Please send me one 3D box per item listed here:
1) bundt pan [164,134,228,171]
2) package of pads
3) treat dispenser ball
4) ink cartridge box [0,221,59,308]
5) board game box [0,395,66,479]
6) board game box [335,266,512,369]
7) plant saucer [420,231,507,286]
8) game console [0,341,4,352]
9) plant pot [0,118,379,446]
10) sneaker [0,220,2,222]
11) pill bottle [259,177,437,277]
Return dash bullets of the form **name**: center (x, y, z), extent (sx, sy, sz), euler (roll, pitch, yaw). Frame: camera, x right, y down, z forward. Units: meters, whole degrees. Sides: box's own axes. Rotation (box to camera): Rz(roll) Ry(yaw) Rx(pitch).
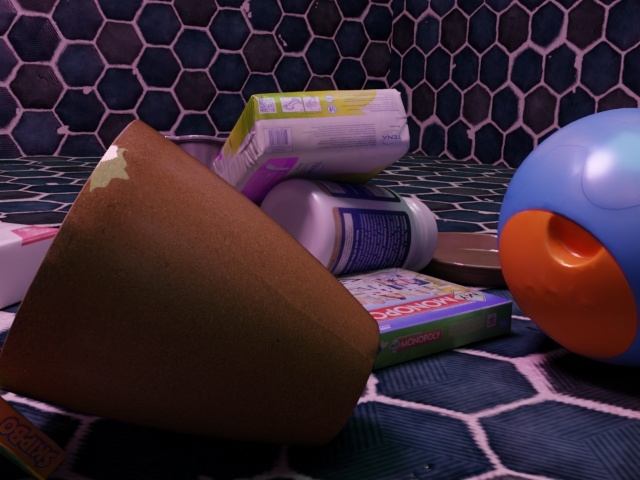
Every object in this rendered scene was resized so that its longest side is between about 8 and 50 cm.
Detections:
- **bundt pan**: center (-0.254, -0.106, 1.498), extent (0.331, 0.124, 0.331), euler (-2, -9, 0)
- **package of pads**: center (-0.020, -0.128, 1.134), extent (0.229, 0.101, 0.296), euler (-7, -9, -19)
- **treat dispenser ball**: center (0.346, -0.003, 0.853), extent (0.288, 0.288, 0.288), euler (2, 12, 0)
- **ink cartridge box**: center (-0.494, 0.027, 1.035), extent (0.218, 0.092, 0.158), euler (8, 13, 18)
- **board game box**: center (-0.300, 0.113, 0.606), extent (0.259, 0.124, 0.039), euler (16, 57, 44)
- **board game box**: center (0.051, 0.093, 0.935), extent (0.317, 0.046, 0.213), euler (-7, 14, -38)
- **plant saucer**: center (0.272, 0.030, 1.292), extent (0.278, 0.041, 0.278), euler (2, 11, 0)
- **game console**: center (-0.410, 0.091, 0.794), extent (0.107, 0.071, 0.122), euler (10, 15, 35)
- **plant pot**: center (-0.088, 0.062, 0.627), extent (0.254, 0.237, 0.237), euler (26, 9, -9)
- **sneaker**: center (-0.566, -0.002, 1.238), extent (0.075, 0.063, 0.170), euler (-7, 10, -39)
- **pill bottle**: center (0.047, -0.009, 1.132), extent (0.265, 0.153, 0.153), euler (2, 9, -44)
